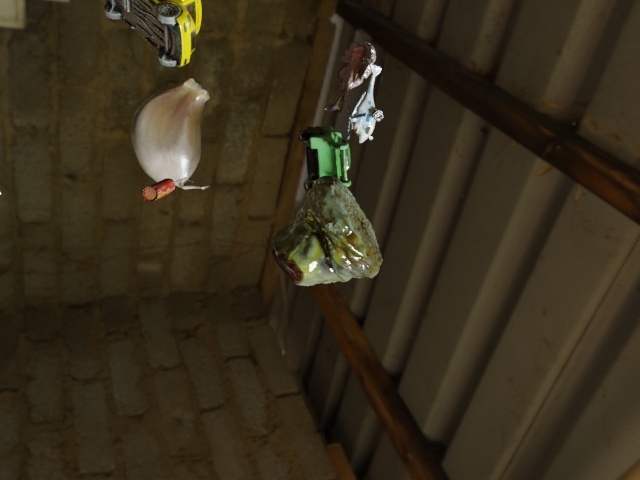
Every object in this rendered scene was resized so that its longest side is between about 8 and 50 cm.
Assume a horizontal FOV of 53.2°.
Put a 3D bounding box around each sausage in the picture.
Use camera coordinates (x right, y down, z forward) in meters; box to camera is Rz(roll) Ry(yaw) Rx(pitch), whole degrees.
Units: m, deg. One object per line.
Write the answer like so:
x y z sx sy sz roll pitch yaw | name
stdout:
-0.430 -0.139 1.727 0.145 0.048 0.050 -58 166 -70 | sausage

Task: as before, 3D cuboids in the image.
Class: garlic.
-0.456 -0.308 1.986 0.231 0.246 0.339 154 -70 -81 | garlic

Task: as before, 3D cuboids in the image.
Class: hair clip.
0.099 -0.561 2.231 0.173 0.069 0.300 7 -113 47 | hair clip

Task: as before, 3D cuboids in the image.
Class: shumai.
0.000 0.000 1.774 0.309 0.264 0.304 63 12 0 | shumai

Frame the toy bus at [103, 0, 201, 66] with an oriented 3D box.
-0.404 -0.572 1.561 0.330 0.152 0.144 42 -34 19 | toy bus

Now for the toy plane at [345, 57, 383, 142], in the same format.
0.158 -0.469 2.164 0.182 0.107 0.272 -170 -91 -71 | toy plane

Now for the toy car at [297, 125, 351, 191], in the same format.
0.025 -0.289 2.226 0.358 0.177 0.213 -68 154 -73 | toy car
